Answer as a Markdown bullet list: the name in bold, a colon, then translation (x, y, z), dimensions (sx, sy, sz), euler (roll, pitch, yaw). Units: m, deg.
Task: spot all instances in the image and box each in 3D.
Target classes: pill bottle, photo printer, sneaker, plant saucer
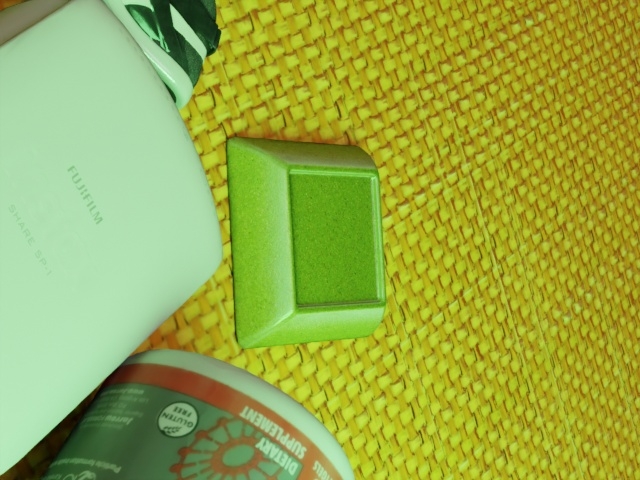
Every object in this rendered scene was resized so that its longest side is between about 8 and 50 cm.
- **pill bottle**: translation (-0.137, 0.271, 0.868), dimensions (0.210, 0.210, 0.363), euler (53, 50, -31)
- **photo printer**: translation (-0.206, -0.018, 0.896), dimensions (0.307, 0.107, 0.256), euler (-45, 119, -41)
- **sneaker**: translation (-0.157, -0.213, 1.002), dimensions (0.217, 0.079, 0.121), euler (53, 47, -41)
- **plant saucer**: translation (0.000, 0.000, 1.174), dimensions (0.188, 0.045, 0.188), euler (-1, 87, -49)
